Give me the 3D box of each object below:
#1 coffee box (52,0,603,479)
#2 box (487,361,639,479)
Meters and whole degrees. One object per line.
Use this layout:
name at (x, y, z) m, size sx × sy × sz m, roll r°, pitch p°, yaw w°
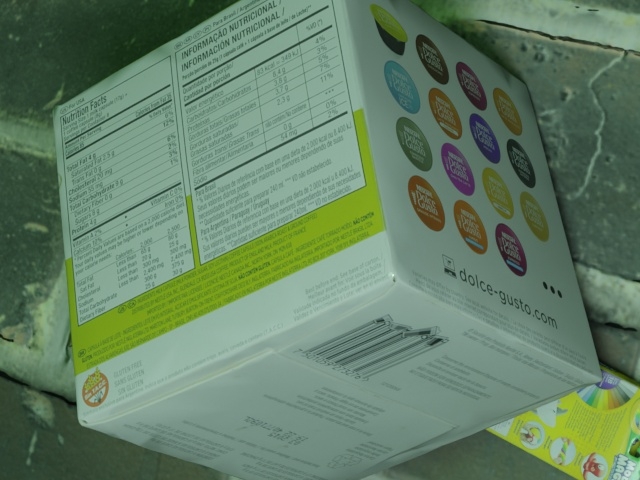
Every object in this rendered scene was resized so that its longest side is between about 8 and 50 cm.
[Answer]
coffee box at (0.000, 0.000, 1.676) m, size 0.338 × 0.337 × 0.334 m, roll -26°, pitch 58°, yaw 28°
box at (0.236, 0.160, 1.700) m, size 0.179 × 0.043 × 0.105 m, roll 28°, pitch 97°, yaw 36°
